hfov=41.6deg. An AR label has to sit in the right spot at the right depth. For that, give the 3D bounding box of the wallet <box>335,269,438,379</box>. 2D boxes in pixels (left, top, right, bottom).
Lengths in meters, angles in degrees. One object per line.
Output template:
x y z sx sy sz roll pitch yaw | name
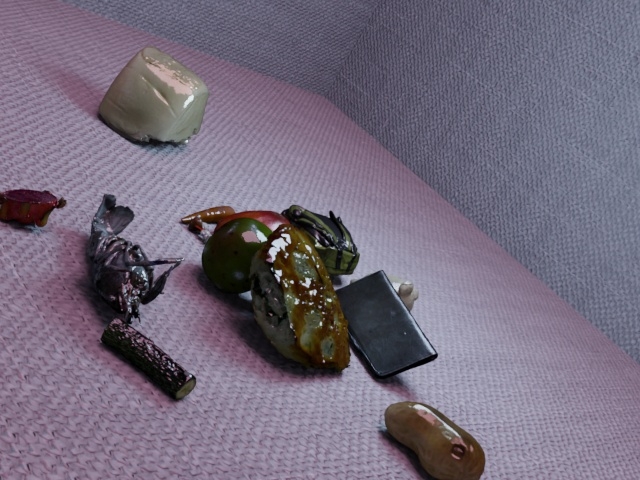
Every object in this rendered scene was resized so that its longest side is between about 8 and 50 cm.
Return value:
0.146 0.208 2.081 0.172 0.045 0.318 -22 43 -10 | wallet

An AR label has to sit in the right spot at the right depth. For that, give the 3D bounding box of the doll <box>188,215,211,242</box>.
-0.302 -0.026 2.137 0.058 0.040 0.085 32 15 -30 | doll

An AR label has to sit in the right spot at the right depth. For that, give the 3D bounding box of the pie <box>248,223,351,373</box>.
-0.041 0.135 1.875 0.288 0.103 0.354 -7 77 -65 | pie

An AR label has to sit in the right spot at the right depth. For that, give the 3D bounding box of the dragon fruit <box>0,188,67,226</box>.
-0.602 -0.065 1.740 0.126 0.068 0.112 -4 21 -39 | dragon fruit

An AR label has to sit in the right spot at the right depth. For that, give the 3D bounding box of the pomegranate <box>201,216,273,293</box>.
-0.164 0.057 1.949 0.225 0.187 0.187 48 15 -15 | pomegranate

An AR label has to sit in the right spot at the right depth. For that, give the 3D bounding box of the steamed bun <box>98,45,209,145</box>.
-0.502 -0.409 2.533 0.290 0.273 0.272 26 35 -3 | steamed bun

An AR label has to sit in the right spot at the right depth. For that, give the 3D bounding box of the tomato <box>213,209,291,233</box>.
-0.149 -0.012 2.175 0.233 0.139 0.200 39 14 24 | tomato

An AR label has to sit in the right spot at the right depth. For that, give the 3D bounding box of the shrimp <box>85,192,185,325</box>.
-0.390 0.038 1.678 0.221 0.166 0.410 45 -7 -35 | shrimp

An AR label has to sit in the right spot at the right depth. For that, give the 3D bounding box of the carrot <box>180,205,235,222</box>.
-0.299 -0.064 2.235 0.048 0.048 0.216 40 25 23 | carrot

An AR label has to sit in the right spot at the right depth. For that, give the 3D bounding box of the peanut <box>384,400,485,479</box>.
0.230 0.414 1.736 0.236 0.120 0.110 33 -17 21 | peanut

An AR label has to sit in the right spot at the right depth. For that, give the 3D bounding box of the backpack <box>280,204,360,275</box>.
0.000 0.000 2.370 0.207 0.140 0.253 7 26 -45 | backpack

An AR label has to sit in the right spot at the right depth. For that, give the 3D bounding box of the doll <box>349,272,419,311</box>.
0.182 0.155 2.331 0.278 0.175 0.149 -66 135 -80 | doll

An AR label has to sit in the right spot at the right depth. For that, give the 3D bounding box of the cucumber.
-0.304 0.210 1.507 0.187 0.058 0.058 36 19 11 | cucumber
